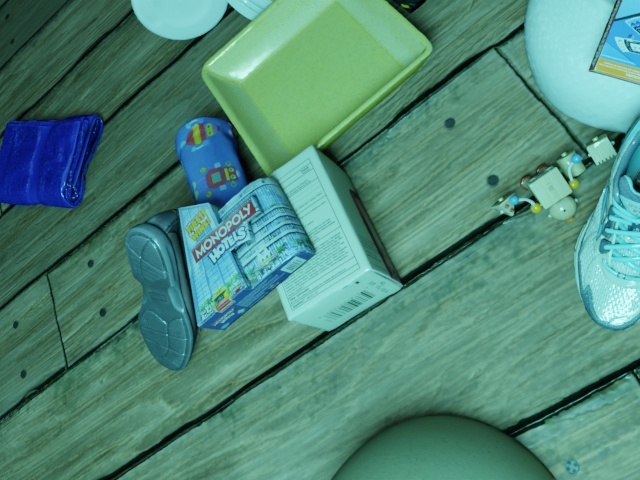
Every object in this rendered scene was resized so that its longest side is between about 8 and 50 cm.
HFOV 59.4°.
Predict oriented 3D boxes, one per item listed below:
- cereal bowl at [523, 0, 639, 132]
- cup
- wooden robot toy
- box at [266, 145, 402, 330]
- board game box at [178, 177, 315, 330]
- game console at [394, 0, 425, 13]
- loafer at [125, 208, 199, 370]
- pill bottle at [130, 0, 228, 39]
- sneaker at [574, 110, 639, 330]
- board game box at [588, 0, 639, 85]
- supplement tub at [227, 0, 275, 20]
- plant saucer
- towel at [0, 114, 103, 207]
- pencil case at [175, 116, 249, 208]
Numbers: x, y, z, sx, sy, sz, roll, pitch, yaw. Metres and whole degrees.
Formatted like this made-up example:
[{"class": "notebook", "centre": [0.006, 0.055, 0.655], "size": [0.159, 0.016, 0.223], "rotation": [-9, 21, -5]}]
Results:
[{"class": "cereal bowl", "centre": [0.433, -0.320, 0.726], "size": [0.338, 0.141, 0.339], "rotation": [-9, 71, 27]}, {"class": "cup", "centre": [0.109, 0.365, 0.621], "size": [0.330, 0.237, 0.332], "rotation": [-10, 70, 27]}, {"class": "wooden robot toy", "centre": [0.324, -0.065, 0.760], "size": [0.173, 0.076, 0.079], "rotation": [-35, 95, 15]}, {"class": "box", "centre": [0.000, 0.000, 0.869], "size": [0.148, 0.126, 0.233], "rotation": [-33, 60, 18]}, {"class": "board game box", "centre": [-0.130, -0.002, 0.836], "size": [0.194, 0.060, 0.194], "rotation": [-40, 60, 18]}, {"class": "game console", "centre": [0.134, -0.552, 0.971], "size": [0.213, 0.043, 0.361], "rotation": [-54, 42, 24]}, {"class": "loafer", "centre": [-0.242, 0.088, 0.933], "size": [0.108, 0.303, 0.095], "rotation": [16, 38, 19]}, {"class": "pill bottle", "centre": [-0.339, -0.634, 1.227], "size": [0.204, 0.204, 0.361], "rotation": [-30, 61, 18]}, {"class": "sneaker", "centre": [0.362, -0.030, 0.653], "size": [0.110, 0.122, 0.283], "rotation": [15, 100, 30]}, {"class": "board game box", "centre": [0.464, -0.221, 0.620], "size": [0.281, 0.027, 0.145], "rotation": [17, 107, 3]}, {"class": "supplement tub", "centre": [-0.091, -0.532, 1.066], "size": [0.200, 0.144, 0.144], "rotation": [-45, 55, 33]}, {"class": "plant saucer", "centre": [-0.014, -0.298, 0.996], "size": [0.332, 0.081, 0.333], "rotation": [-39, 60, 8]}, {"class": "towel", "centre": [-0.668, -0.195, 1.342], "size": [0.308, 0.076, 0.228], "rotation": [4, 75, 30]}, {"class": "pencil case", "centre": [-0.170, -0.076, 0.995], "size": [0.119, 0.133, 0.306], "rotation": [-16, 63, -11]}]
